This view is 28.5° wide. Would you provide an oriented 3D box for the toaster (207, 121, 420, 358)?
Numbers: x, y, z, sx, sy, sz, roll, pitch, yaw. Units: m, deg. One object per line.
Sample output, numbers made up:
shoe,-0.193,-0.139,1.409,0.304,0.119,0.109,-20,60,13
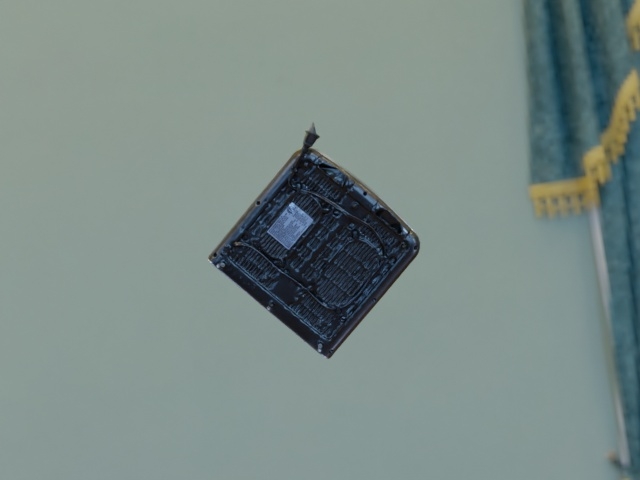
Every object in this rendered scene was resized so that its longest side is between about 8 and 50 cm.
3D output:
toaster,0.000,0.000,1.316,0.186,0.168,0.110,-51,3,6
